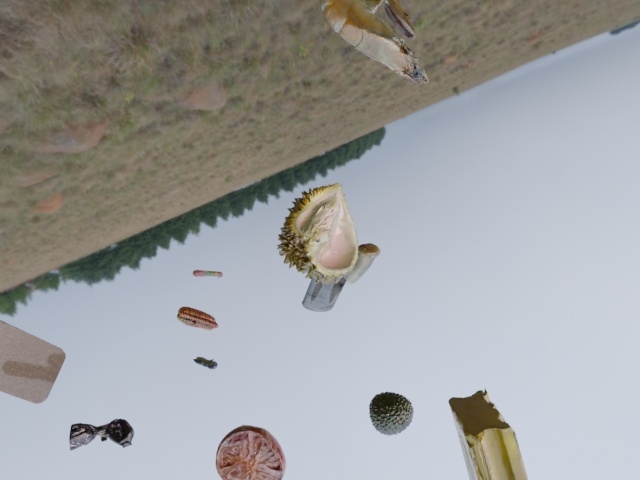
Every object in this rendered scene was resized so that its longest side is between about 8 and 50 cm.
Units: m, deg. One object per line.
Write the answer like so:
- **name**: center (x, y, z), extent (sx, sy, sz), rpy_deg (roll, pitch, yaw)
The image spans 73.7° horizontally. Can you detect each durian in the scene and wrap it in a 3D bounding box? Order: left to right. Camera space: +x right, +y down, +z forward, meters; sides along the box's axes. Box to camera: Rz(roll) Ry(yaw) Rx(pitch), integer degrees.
- **durian**: center (-0.012, -0.001, 0.944), extent (0.138, 0.183, 0.249), rpy_deg (-18, -146, 27)

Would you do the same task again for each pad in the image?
- **pad**: center (-0.873, 0.343, 1.220), extent (0.002, 0.266, 0.176), rpy_deg (-20, -136, 23)

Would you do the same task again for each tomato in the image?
- **tomato**: center (-0.225, 0.722, 1.426), extent (0.237, 0.236, 0.095), rpy_deg (-22, -179, 10)

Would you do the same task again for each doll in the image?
- **doll**: center (-0.426, 0.451, 1.581), extent (0.125, 0.027, 0.037), rpy_deg (6, -162, 37)

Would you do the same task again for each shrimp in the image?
- **shrimp**: center (0.101, -0.344, 0.692), extent (0.053, 0.236, 0.133), rpy_deg (-29, -147, 56)

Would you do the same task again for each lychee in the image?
- **lychee**: center (0.262, 0.635, 1.573), extent (0.171, 0.171, 0.171), rpy_deg (-23, -169, 5)

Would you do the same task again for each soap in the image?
- **soap**: center (0.376, 0.514, 0.919), extent (0.096, 0.324, 0.204), rpy_deg (-15, 180, 5)

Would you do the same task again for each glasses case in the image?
- **glasses case**: center (0.026, 0.123, 1.388), extent (0.114, 0.299, 0.060), rpy_deg (7, -135, -14)

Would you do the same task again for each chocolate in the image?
- **chocolate**: center (-0.547, 0.488, 1.075), extent (0.147, 0.072, 0.070), rpy_deg (7, 143, -19)

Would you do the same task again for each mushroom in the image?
- **mushroom**: center (0.139, 0.095, 1.575), extent (0.084, 0.071, 0.209), rpy_deg (-3, 136, -41)

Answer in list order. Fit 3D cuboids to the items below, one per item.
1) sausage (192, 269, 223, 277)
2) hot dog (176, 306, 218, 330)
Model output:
- **sausage**: center (-0.468, 0.141, 1.786), extent (0.029, 0.029, 0.223), rpy_deg (-21, 168, 14)
- **hot dog**: center (-0.401, 0.259, 1.403), extent (0.038, 0.144, 0.062), rpy_deg (-25, -133, 43)
